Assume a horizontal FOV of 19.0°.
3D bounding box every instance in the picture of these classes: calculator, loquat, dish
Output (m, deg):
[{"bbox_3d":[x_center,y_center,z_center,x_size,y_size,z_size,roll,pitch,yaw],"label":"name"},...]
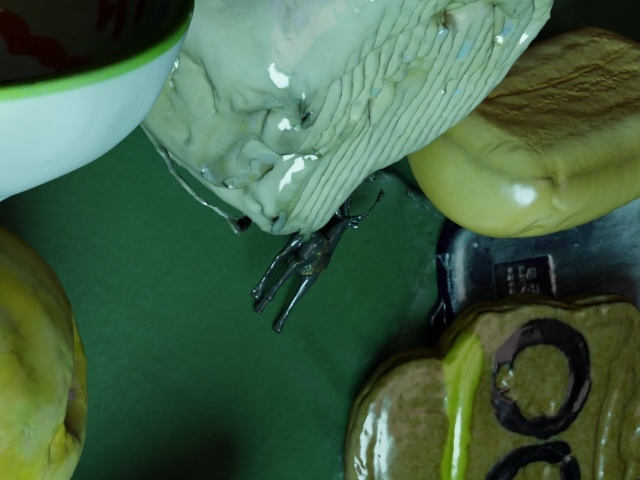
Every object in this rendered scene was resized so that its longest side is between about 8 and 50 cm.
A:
[{"bbox_3d":[0.190,0.041,1.408,0.268,0.040,0.177,-10,93,-28],"label":"calculator"},{"bbox_3d":[-0.228,0.079,1.044,0.213,0.213,0.213,1,88,-34],"label":"loquat"},{"bbox_3d":[-0.232,-0.088,0.999,0.324,0.324,0.124,-12,123,-33],"label":"dish"}]

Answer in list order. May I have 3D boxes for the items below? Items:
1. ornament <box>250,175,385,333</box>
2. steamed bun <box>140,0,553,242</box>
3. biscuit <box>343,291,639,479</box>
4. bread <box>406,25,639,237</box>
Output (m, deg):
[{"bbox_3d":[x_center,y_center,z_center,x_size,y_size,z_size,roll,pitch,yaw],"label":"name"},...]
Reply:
[{"bbox_3d":[0.000,0.000,1.266,0.028,0.073,0.125,35,72,15],"label":"ornament"},{"bbox_3d":[-0.005,-0.161,1.169,0.280,0.268,0.207,-40,73,-8],"label":"steamed bun"},{"bbox_3d":[0.150,0.141,1.347,0.290,0.041,0.208,-3,103,-26],"label":"biscuit"},{"bbox_3d":[0.161,-0.069,1.339,0.217,0.147,0.098,-18,142,-34],"label":"bread"}]
